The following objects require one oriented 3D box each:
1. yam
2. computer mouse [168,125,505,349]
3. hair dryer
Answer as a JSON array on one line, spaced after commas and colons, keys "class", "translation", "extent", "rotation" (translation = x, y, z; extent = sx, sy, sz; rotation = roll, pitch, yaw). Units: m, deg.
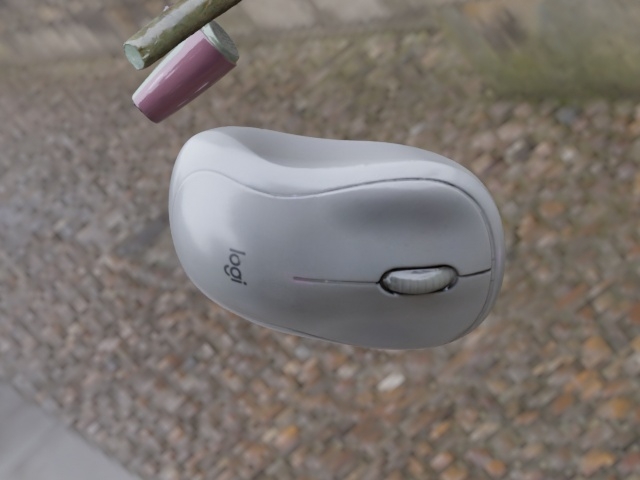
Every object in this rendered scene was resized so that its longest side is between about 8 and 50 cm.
[{"class": "yam", "translation": [-0.061, -0.131, 0.954], "extent": [0.116, 0.021, 0.021], "rotation": [-41, 15, -27]}, {"class": "computer mouse", "translation": [0.000, 0.000, 1.437], "extent": [0.297, 0.184, 0.121], "rotation": [17, 32, 20]}, {"class": "hair dryer", "translation": [-0.134, -0.186, 1.680], "extent": [0.106, 0.054, 0.154], "rotation": [-38, 30, 18]}]
